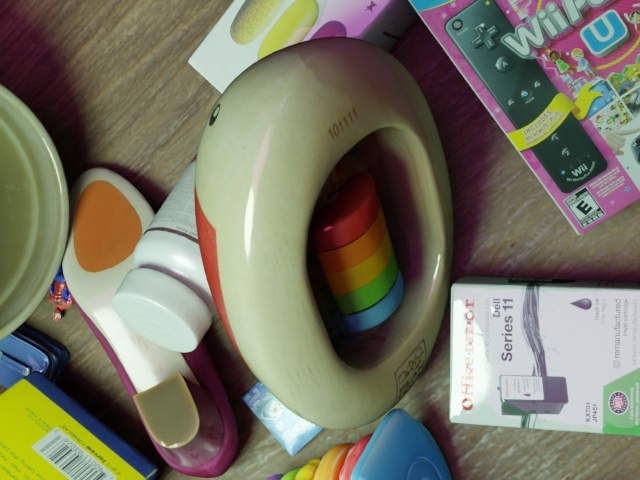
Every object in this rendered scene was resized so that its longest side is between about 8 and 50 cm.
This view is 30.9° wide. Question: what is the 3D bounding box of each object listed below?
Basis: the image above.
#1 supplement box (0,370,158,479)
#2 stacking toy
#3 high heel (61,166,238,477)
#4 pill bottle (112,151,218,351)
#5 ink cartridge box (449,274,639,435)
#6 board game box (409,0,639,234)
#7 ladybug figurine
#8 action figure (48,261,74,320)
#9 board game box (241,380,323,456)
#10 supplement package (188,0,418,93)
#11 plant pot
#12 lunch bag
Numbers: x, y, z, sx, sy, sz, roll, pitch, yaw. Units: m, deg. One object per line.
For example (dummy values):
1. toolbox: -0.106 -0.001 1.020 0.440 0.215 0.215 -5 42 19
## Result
1. supplement box: -0.375 0.339 1.242 0.195 0.356 0.194 36 127 11
2. stacking toy: -0.013 0.309 1.276 0.301 0.166 0.175 -17 106 29
3. high heel: -0.200 0.099 1.351 0.127 0.181 0.377 -20 65 1
4. pill bottle: -0.123 0.002 1.236 0.121 0.121 0.221 21 60 15
5. ink cartridge box: 0.241 0.117 1.204 0.208 0.087 0.153 1 93 18
6. board game box: 0.253 -0.188 1.114 0.224 0.097 0.303 -35 109 15
7. ladybug figurine: 0.000 0.000 1.145 0.162 0.305 0.449 19 139 35
8. action figure: -0.313 0.041 1.400 0.038 0.030 0.115 8 98 11
9. board game box: -0.029 0.184 1.326 0.090 0.020 0.090 -45 82 15
10. supplement package: 0.001 -0.236 1.230 0.139 0.134 0.244 42 104 10
11. plant pot: -0.491 -0.035 1.306 0.280 0.323 0.323 4 96 50
12. lunch bag: -0.358 0.148 1.400 0.098 0.065 0.067 26 101 14
